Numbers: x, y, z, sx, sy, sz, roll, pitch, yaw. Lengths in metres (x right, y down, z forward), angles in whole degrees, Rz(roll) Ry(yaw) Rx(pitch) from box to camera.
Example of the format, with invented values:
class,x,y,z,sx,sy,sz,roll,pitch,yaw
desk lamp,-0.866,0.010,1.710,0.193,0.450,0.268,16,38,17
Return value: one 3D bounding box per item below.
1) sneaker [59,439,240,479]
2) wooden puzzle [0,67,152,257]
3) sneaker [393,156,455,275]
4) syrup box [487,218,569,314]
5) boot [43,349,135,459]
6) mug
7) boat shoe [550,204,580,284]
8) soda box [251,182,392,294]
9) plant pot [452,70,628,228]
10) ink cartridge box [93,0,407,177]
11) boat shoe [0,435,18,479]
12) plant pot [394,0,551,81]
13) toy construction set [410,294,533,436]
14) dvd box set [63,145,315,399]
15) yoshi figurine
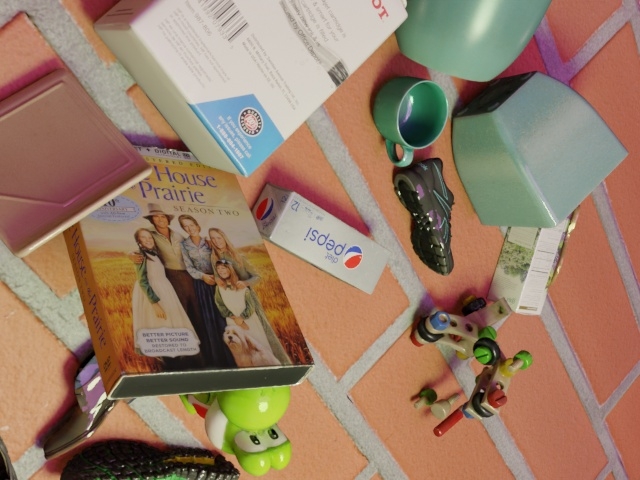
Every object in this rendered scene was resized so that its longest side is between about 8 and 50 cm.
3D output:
class,x,y,z,sx,sy,sz,roll,pitch,yaw
sneaker,-0.298,0.447,1.485,0.344,0.134,0.146,21,93,-40
wooden puzzle,-0.388,-0.111,1.181,0.221,0.238,0.044,-37,161,-21
sneaker,0.240,-0.046,1.740,0.106,0.101,0.267,-36,124,-25
syrup box,0.479,0.046,1.955,0.096,0.093,0.236,8,101,-39
boot,-0.392,0.259,1.404,0.219,0.082,0.106,-40,104,-14
mug,0.156,-0.237,1.610,0.157,0.097,0.129,-50,129,-11
boat shoe,0.552,0.001,2.017,0.073,0.073,0.207,15,94,-2
soda box,0.000,0.000,1.580,0.286,0.091,0.098,29,86,-40
plant pot,0.417,-0.200,1.735,0.248,0.247,0.252,-42,109,-18
ink cartridge box,-0.094,-0.338,1.298,0.395,0.166,0.285,-46,123,-16
boat shoe,-0.524,0.385,1.319,0.103,0.092,0.285,-17,115,-31
plant pot,0.262,-0.425,1.515,0.293,0.293,0.235,-1,121,-37
toy construction set,0.349,0.267,1.878,0.237,0.257,0.308,-27,141,-41
dvd box set,-0.211,0.030,1.247,0.308,0.420,0.062,4,138,-37
yoshi figurine,-0.150,0.204,1.349,0.203,0.362,0.203,-40,138,-8
